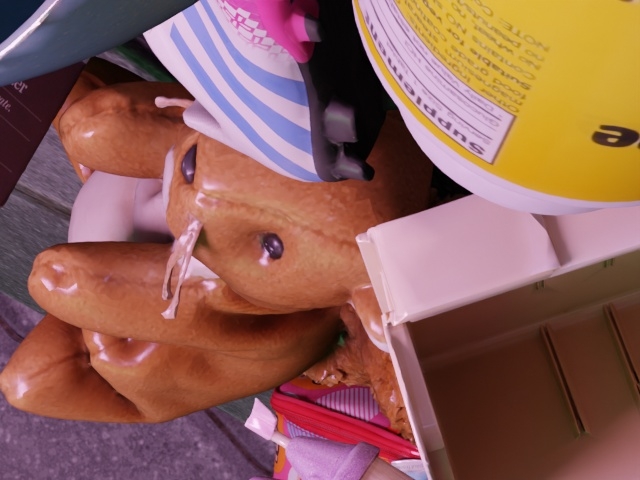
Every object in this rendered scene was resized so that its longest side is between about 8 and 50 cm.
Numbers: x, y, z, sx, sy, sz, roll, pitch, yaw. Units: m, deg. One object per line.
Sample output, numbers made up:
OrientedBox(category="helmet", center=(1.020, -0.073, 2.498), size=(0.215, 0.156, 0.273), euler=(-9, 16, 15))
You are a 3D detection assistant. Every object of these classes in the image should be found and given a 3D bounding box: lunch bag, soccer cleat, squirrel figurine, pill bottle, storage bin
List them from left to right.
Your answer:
OrientedBox(category="soccer cleat", center=(-0.047, -0.141, 0.803), size=(0.143, 0.116, 0.331), euler=(16, 150, 19))
OrientedBox(category="squirrel figurine", center=(0.000, 0.000, 1.139), size=(0.397, 0.281, 0.370), euler=(19, 160, -25))
OrientedBox(category="lunch bag", center=(0.129, 0.167, 1.359), size=(0.293, 0.120, 0.258), euler=(-12, -162, -40))
OrientedBox(category="pill bottle", center=(0.106, -0.120, 0.542), size=(0.188, 0.188, 0.334), euler=(27, 166, 5))
OrientedBox(category="storage bin", center=(0.169, 0.044, 0.835), size=(0.262, 0.123, 0.260), euler=(-18, 158, 2))

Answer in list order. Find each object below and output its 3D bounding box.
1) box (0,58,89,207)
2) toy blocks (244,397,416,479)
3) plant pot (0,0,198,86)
OrientedBox(category="box", center=(-0.263, -0.158, 1.066), size=(0.167, 0.203, 0.168), euler=(17, 162, 37))
OrientedBox(category="toy blocks", center=(0.063, 0.223, 1.077), size=(0.260, 0.309, 0.288), euler=(30, 148, 13))
OrientedBox(category="plant pot", center=(-0.088, -0.195, 0.563), size=(0.290, 0.290, 0.195), euler=(19, -163, 34))
